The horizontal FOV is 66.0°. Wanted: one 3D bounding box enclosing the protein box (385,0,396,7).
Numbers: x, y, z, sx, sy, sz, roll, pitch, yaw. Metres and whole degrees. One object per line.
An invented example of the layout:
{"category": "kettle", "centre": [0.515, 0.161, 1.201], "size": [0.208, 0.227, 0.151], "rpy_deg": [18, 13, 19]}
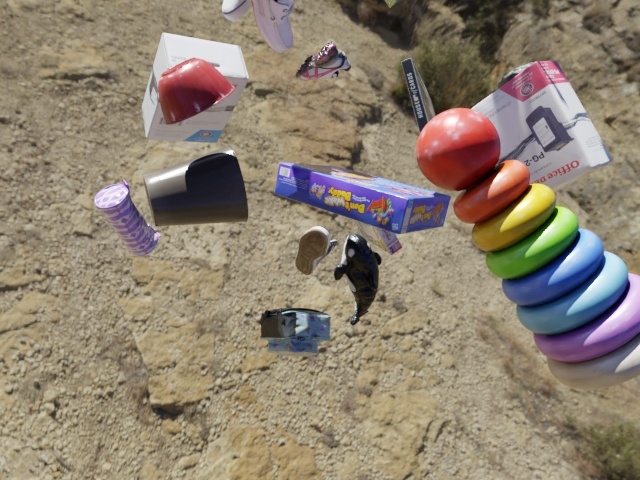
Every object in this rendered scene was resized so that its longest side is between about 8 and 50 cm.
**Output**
{"category": "protein box", "centre": [0.258, -0.767, 1.316], "size": [0.199, 0.201, 0.136], "rpy_deg": [-34, 99, -4]}

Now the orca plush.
{"category": "orca plush", "centre": [0.120, 0.128, 1.435], "size": [0.151, 0.287, 0.102], "rpy_deg": [-1, 23, -21]}

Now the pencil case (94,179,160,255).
{"category": "pencil case", "centre": [-0.465, -0.047, 1.202], "size": [0.088, 0.206, 0.086], "rpy_deg": [-33, 57, -15]}

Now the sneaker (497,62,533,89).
{"category": "sneaker", "centre": [0.508, -0.353, 1.246], "size": [0.106, 0.101, 0.267], "rpy_deg": [68, 11, 14]}

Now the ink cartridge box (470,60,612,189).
{"category": "ink cartridge box", "centre": [0.450, -0.218, 1.020], "size": [0.100, 0.172, 0.237], "rpy_deg": [-18, 80, -39]}

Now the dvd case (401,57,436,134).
{"category": "dvd case", "centre": [0.251, -0.300, 1.171], "size": [0.238, 0.029, 0.179], "rpy_deg": [17, 59, -67]}

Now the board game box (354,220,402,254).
{"category": "board game box", "centre": [0.160, -0.049, 1.518], "size": [0.045, 0.147, 0.193], "rpy_deg": [-35, 26, -8]}

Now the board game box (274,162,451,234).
{"category": "board game box", "centre": [0.099, -0.108, 1.171], "size": [0.347, 0.078, 0.233], "rpy_deg": [20, 17, 33]}

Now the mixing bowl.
{"category": "mixing bowl", "centre": [-0.298, -0.350, 1.118], "size": [0.098, 0.181, 0.181], "rpy_deg": [62, 32, -29]}

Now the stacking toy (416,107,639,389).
{"category": "stacking toy", "centre": [0.229, -0.007, 0.542], "size": [0.330, 0.141, 0.141], "rpy_deg": [53, 44, -1]}

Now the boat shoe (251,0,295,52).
{"category": "boat shoe", "centre": [-0.106, -0.567, 1.168], "size": [0.096, 0.277, 0.098], "rpy_deg": [5, 62, 20]}

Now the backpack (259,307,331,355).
{"category": "backpack", "centre": [-0.062, 0.264, 1.431], "size": [0.188, 0.166, 0.144], "rpy_deg": [2, 76, -40]}

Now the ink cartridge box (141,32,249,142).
{"category": "ink cartridge box", "centre": [-0.371, -0.425, 1.425], "size": [0.223, 0.307, 0.129], "rpy_deg": [-3, 66, -32]}

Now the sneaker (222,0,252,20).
{"category": "sneaker", "centre": [-0.189, -0.689, 1.243], "size": [0.094, 0.258, 0.091], "rpy_deg": [30, 3, 36]}

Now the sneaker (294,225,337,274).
{"category": "sneaker", "centre": [0.000, 0.000, 1.713], "size": [0.099, 0.282, 0.153], "rpy_deg": [38, 58, 7]}

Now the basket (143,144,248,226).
{"category": "basket", "centre": [-0.319, -0.123, 1.249], "size": [0.226, 0.154, 0.204], "rpy_deg": [-14, 97, -21]}

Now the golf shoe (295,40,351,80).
{"category": "golf shoe", "centre": [0.002, -0.440, 1.273], "size": [0.086, 0.186, 0.067], "rpy_deg": [38, 71, -26]}
